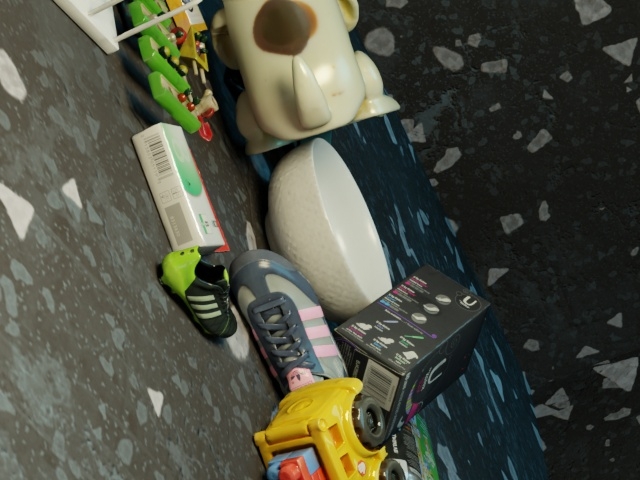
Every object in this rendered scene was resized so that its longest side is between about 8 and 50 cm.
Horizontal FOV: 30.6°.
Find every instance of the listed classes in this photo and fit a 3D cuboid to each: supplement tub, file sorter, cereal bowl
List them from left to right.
[{"bbox_3d":[-0.293,-0.424,1.537,0.278,0.173,0.193,46,25,-56],"label":"file sorter"},{"bbox_3d":[0.000,0.000,2.051,0.339,0.141,0.339,59,16,-29],"label":"cereal bowl"},{"bbox_3d":[0.106,0.372,1.929,0.117,0.117,0.190,56,17,-39],"label":"supplement tub"}]

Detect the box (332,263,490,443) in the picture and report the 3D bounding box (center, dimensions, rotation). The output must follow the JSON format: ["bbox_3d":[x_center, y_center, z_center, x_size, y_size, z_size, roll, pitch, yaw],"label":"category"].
[{"bbox_3d":[0.140,0.183,1.943,0.270,0.143,0.165,-32,146,-44],"label":"box"}]

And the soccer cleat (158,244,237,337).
[{"bbox_3d":[-0.144,0.071,1.540,0.179,0.072,0.060,53,20,-46],"label":"soccer cleat"}]

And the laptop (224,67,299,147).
[{"bbox_3d":[-0.106,-0.241,2.289,0.264,0.136,0.234,35,25,-18],"label":"laptop"}]

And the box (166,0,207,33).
[{"bbox_3d":[-0.230,-0.399,1.898,0.136,0.028,0.081,66,14,-7],"label":"box"}]

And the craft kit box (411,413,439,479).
[{"bbox_3d":[0.160,0.407,2.214,0.250,0.061,0.247,52,24,-47],"label":"craft kit box"}]

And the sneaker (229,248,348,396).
[{"bbox_3d":[-0.036,0.157,1.736,0.319,0.112,0.131,59,14,-29],"label":"sneaker"}]

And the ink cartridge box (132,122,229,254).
[{"bbox_3d":[-0.178,-0.070,1.677,0.181,0.056,0.224,69,16,4],"label":"ink cartridge box"}]

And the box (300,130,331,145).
[{"bbox_3d":[-0.008,-0.185,2.247,0.244,0.060,0.101,92,0,-57],"label":"box"}]

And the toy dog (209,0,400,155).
[{"bbox_3d":[-0.078,-0.365,1.946,0.395,0.284,0.408,-32,105,-76],"label":"toy dog"}]

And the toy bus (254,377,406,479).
[{"bbox_3d":[0.004,0.326,1.599,0.211,0.149,0.220,-36,106,-62],"label":"toy bus"}]

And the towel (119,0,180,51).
[{"bbox_3d":[-0.305,-0.482,1.865,0.271,0.040,0.370,1,70,-74],"label":"towel"}]

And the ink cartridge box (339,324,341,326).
[{"bbox_3d":[0.092,0.146,2.348,0.186,0.065,0.311,57,19,-36],"label":"ink cartridge box"}]

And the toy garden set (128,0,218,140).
[{"bbox_3d":[-0.202,-0.265,1.728,0.204,0.049,0.244,45,23,-58],"label":"toy garden set"}]
